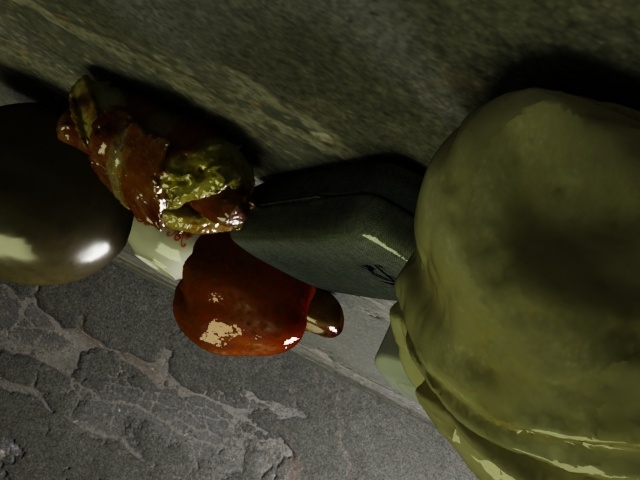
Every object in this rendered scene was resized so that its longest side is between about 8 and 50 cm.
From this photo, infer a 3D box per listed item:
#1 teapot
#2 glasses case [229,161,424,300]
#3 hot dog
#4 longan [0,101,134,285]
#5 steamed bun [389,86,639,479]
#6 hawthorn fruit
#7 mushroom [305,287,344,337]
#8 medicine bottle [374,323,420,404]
[{"bbox_3d":[-0.227,-0.011,1.232,0.245,0.116,0.159,29,-179,20],"label":"teapot"},{"bbox_3d":[0.023,-0.003,0.744,0.131,0.074,0.323,30,168,-21],"label":"glasses case"},{"bbox_3d":[-0.156,-0.071,0.780,0.213,0.103,0.146,24,167,20],"label":"hot dog"},{"bbox_3d":[-0.339,-0.053,0.988,0.248,0.248,0.248,26,168,6],"label":"longan"},{"bbox_3d":[0.167,0.079,0.463,0.276,0.203,0.289,23,168,17],"label":"steamed bun"},{"bbox_3d":[-0.094,0.067,1.066,0.189,0.189,0.189,26,168,6],"label":"hawthorn fruit"},{"bbox_3d":[-0.018,0.114,1.305,0.127,0.087,0.127,30,171,5],"label":"mushroom"},{"bbox_3d":[0.202,0.143,0.868,0.179,0.124,0.324,30,170,-21],"label":"medicine bottle"}]
